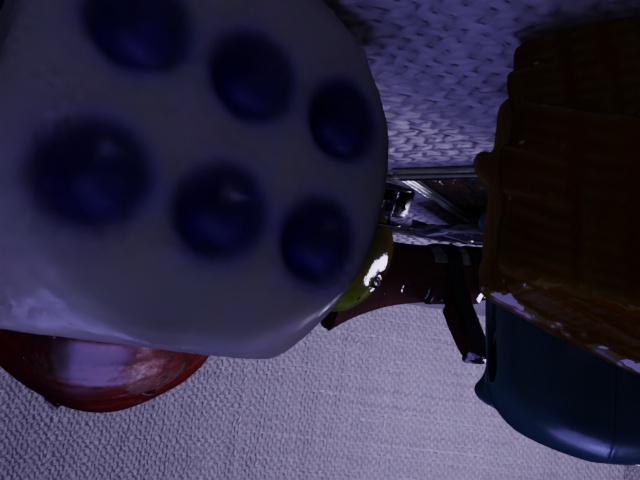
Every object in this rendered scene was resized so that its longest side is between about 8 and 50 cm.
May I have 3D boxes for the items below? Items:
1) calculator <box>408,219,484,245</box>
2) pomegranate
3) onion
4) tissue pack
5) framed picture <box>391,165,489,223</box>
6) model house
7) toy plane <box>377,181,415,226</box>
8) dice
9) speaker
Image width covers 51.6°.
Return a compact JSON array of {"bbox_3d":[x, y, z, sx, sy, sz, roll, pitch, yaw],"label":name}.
[{"bbox_3d":[0.257,-0.004,1.008,0.165,0.028,0.274,3,176,32],"label":"calculator"},{"bbox_3d":[0.000,0.000,0.947,0.209,0.180,0.180,36,175,9],"label":"pomegranate"},{"bbox_3d":[-0.237,0.036,0.753,0.341,0.341,0.341,8,171,1],"label":"onion"},{"bbox_3d":[0.253,0.058,0.620,0.206,0.288,0.198,1,169,9],"label":"tissue pack"},{"bbox_3d":[0.230,-0.052,0.841,0.197,0.014,0.252,2,169,33],"label":"framed picture"},{"bbox_3d":[0.211,-0.022,0.415,0.219,0.200,0.229,16,169,-2],"label":"model house"},{"bbox_3d":[0.041,-0.059,0.825,0.197,0.053,0.078,8,-160,-19],"label":"toy plane"},{"bbox_3d":[-0.128,-0.051,0.453,0.259,0.243,0.251,19,166,-40],"label":"dice"},{"bbox_3d":[0.165,0.068,1.114,0.329,0.198,0.259,3,-168,-8],"label":"speaker"}]
